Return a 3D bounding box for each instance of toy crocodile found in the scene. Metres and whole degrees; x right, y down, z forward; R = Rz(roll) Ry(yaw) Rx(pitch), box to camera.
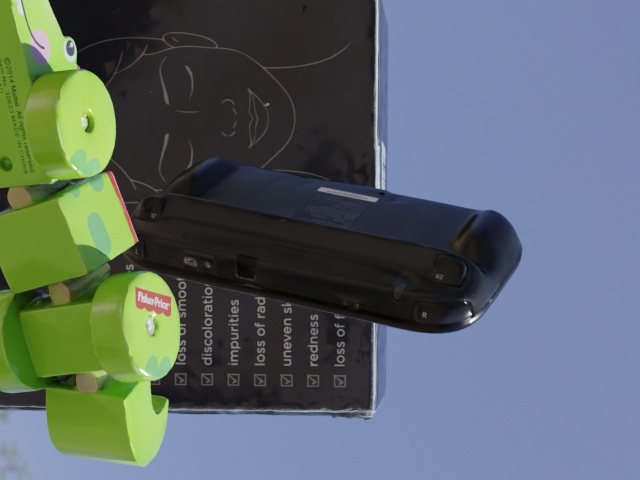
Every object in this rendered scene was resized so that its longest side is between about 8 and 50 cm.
[{"bbox_3d":[-0.160,-0.014,1.039,0.105,0.115,0.340,-42,120,-60],"label":"toy crocodile"}]

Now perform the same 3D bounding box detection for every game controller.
[{"bbox_3d":[0.000,0.000,1.399,0.166,0.319,0.067,-37,135,-57],"label":"game controller"}]

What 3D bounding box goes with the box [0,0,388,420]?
[{"bbox_3d":[-0.160,-0.043,1.988,0.297,0.472,0.479,18,73,-86],"label":"box"}]
